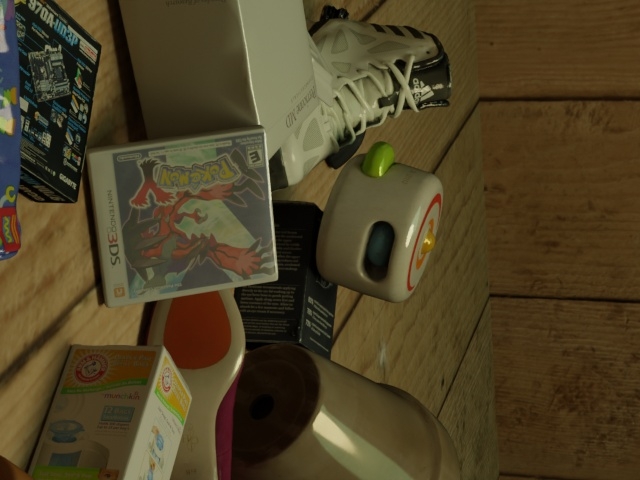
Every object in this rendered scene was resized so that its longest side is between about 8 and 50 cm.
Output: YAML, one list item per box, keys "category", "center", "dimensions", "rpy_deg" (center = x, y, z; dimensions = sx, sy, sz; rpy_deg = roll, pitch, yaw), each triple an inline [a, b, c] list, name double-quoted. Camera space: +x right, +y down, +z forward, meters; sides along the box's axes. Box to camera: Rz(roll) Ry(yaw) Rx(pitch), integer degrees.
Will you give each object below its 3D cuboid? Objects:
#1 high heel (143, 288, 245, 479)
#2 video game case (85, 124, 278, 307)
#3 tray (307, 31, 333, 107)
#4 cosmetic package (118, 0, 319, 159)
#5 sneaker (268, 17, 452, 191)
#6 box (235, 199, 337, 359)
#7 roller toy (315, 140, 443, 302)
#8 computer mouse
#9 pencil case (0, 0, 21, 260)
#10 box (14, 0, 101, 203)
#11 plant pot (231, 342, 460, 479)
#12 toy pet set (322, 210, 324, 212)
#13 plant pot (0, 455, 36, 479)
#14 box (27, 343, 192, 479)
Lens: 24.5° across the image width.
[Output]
- category: "high heel"
  center: [-0.167, 0.213, 1.825]
  dimensions: [0.181, 0.127, 0.377]
  rpy_deg: [134, -41, -72]
- category: "video game case"
  center: [-0.152, -0.027, 1.651]
  dimensions: [0.023, 0.201, 0.184]
  rpy_deg: [-134, -143, -66]
- category: "tray"
  center: [-0.057, -0.306, 1.947]
  dimensions: [0.270, 0.030, 0.145]
  rpy_deg: [61, 10, 16]
- category: "cosmetic package"
  center: [-0.127, -0.297, 1.714]
  dimensions: [0.217, 0.156, 0.385]
  rpy_deg: [-56, 139, -58]
- category: "sneaker"
  center: [0.051, -0.217, 2.096]
  dimensions: [0.447, 0.257, 0.169]
  rpy_deg: [-71, 156, -58]
- category: "box"
  center: [-0.045, 0.061, 2.123]
  dimensions: [0.153, 0.108, 0.207]
  rpy_deg: [45, 49, -67]
- category: "roller toy"
  center: [0.090, -0.014, 2.065]
  dimensions: [0.209, 0.146, 0.191]
  rpy_deg: [77, 33, -65]
- category: "computer mouse"
  center: [0.041, -0.259, 2.454]
  dimensions: [0.184, 0.060, 0.262]
  rpy_deg: [48, 46, -67]
- category: "pencil case"
  center: [-0.314, -0.123, 1.222]
  dimensions: [0.133, 0.119, 0.306]
  rpy_deg: [-14, 105, -61]
- category: "box"
  center: [-0.287, -0.149, 1.417]
  dimensions: [0.220, 0.051, 0.175]
  rpy_deg: [43, 51, -67]
- category: "plant pot"
  center: [-0.012, 0.291, 1.996]
  dimensions: [0.280, 0.323, 0.323]
  rpy_deg: [49, 43, -43]
- category: "toy pet set"
  center: [0.012, 0.004, 2.343]
  dimensions: [0.122, 0.065, 0.114]
  rpy_deg: [-46, 130, -50]
- category: "plant pot"
  center: [-0.276, 0.307, 1.172]
  dimensions: [0.203, 0.290, 0.291]
  rpy_deg: [60, 31, -28]
- category: "box"
  center: [-0.222, 0.219, 1.553]
  dimensions: [0.103, 0.114, 0.203]
  rpy_deg: [69, 28, -48]
